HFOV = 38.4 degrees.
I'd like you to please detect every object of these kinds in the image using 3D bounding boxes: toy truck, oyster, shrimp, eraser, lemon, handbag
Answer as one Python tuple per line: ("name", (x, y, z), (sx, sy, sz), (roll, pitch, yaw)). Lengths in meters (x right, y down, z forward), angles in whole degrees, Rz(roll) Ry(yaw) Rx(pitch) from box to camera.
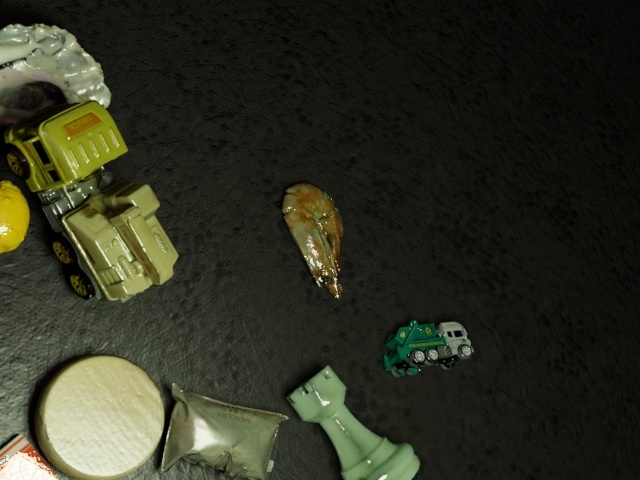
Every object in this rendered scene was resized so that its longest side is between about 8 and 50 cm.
("toy truck", (-0.432, -0.072, 1.794), (0.181, 0.254, 0.405), (-37, 110, -40))
("oyster", (-0.609, -0.318, 1.889), (0.351, 0.115, 0.237), (-19, 95, -26))
("shrimp", (0.001, 0.000, 2.157), (0.154, 0.062, 0.294), (-11, 80, -36))
("toy truck", (0.253, 0.250, 2.200), (0.216, 0.110, 0.116), (-4, 68, -29))
("eraser", (-0.558, 0.503, 1.734), (0.157, 0.038, 0.230), (-41, 97, -30))
("lemon", (-0.629, -0.045, 1.799), (0.114, 0.114, 0.155), (12, 67, -25))
("handbag", (-0.204, 0.416, 1.907), (0.271, 0.117, 0.182), (20, 77, -24))

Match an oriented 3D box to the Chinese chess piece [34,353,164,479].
("Chinese chess piece", (-0.433, 0.349, 1.809), (0.251, 0.097, 0.250), (8, 72, -26))

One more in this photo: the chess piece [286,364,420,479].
("chess piece", (0.059, 0.426, 2.014), (0.195, 0.194, 0.299), (-35, 85, -31))
